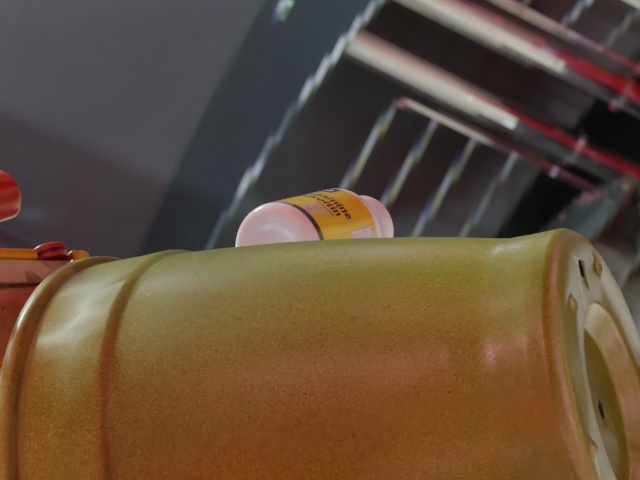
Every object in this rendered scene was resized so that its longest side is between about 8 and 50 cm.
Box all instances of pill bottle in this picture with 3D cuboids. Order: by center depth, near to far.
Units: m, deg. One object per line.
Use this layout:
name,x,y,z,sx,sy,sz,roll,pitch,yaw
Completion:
pill bottle,0.000,0.000,1.829,0.184,0.103,0.103,-16,-37,-57

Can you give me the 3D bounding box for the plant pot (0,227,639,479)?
plant pot,0.034,0.145,1.160,0.353,0.366,0.366,-16,40,22

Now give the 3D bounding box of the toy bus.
toy bus,-0.242,0.065,1.221,0.104,0.202,0.191,-33,22,35
